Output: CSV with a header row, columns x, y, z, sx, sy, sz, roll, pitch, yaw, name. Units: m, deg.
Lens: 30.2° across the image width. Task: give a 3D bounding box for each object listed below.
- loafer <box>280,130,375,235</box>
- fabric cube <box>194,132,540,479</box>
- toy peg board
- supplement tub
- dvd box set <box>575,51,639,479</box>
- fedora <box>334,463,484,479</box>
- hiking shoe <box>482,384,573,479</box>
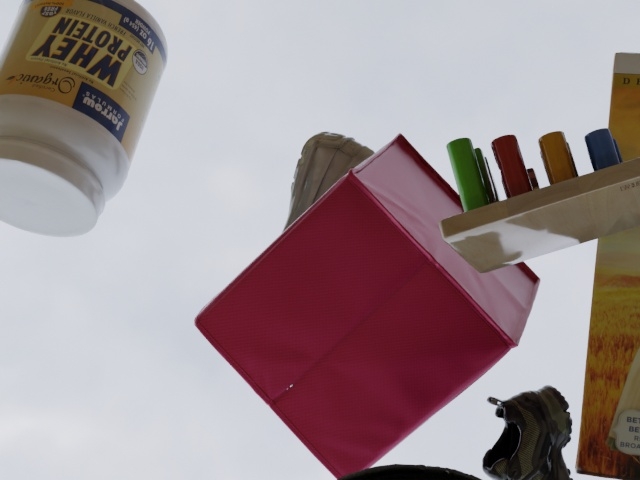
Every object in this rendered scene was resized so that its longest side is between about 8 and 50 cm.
x,y,z,sx,sy,sz,roll,pitch,yaw,name
0.000,0.000,1.756,0.111,0.320,0.112,20,-163,20,loafer
0.061,0.069,1.354,0.259,0.258,0.254,46,-158,2,fabric cube
0.179,-0.046,0.945,0.160,0.161,0.079,-18,-106,14,toy peg board
-0.362,-0.186,1.678,0.228,0.228,0.316,9,-120,7,supplement tub
0.420,0.035,1.148,0.307,0.062,0.421,6,-90,14,dvd box set
0.036,0.321,0.871,0.334,0.334,0.152,45,-158,31,fedora
0.255,0.297,1.488,0.114,0.086,0.227,-5,-88,-13,hiking shoe
